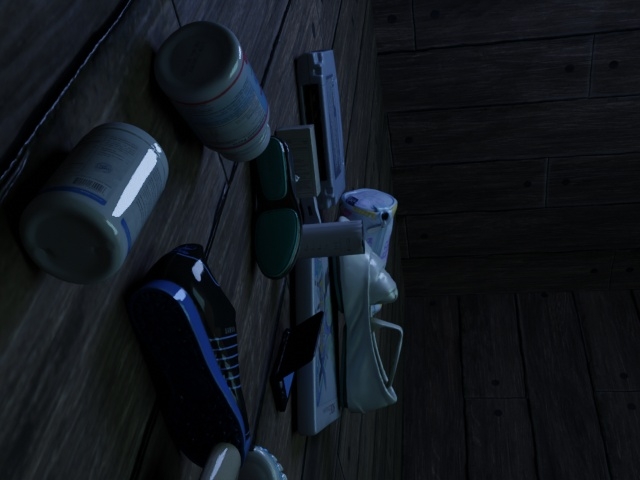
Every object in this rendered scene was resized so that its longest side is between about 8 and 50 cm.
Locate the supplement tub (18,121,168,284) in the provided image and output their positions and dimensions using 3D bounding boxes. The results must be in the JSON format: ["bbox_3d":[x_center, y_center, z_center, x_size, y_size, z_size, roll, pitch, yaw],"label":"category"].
[{"bbox_3d":[-0.152,-0.027,0.495,0.107,0.071,0.071,-78,162,-54],"label":"supplement tub"}]

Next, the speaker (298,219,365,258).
[{"bbox_3d":[0.000,0.000,1.125,0.055,0.136,0.055,-5,90,-83],"label":"speaker"}]

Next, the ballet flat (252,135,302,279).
[{"bbox_3d":[-0.058,-0.045,1.012,0.074,0.074,0.203,28,58,-78],"label":"ballet flat"}]

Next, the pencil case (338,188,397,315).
[{"bbox_3d":[0.092,0.027,1.524,0.113,0.124,0.273,-17,126,-38],"label":"pencil case"}]

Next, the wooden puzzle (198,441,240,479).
[{"bbox_3d":[-0.104,0.332,0.612,0.221,0.044,0.239,-72,170,-62],"label":"wooden puzzle"}]

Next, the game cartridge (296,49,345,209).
[{"bbox_3d":[0.006,-0.228,1.443,0.198,0.062,0.297,-72,157,-73],"label":"game cartridge"}]

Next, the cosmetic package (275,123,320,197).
[{"bbox_3d":[-0.035,-0.129,1.176,0.041,0.060,0.115,-65,152,-70],"label":"cosmetic package"}]

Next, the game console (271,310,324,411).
[{"bbox_3d":[-0.029,0.184,1.098,0.122,0.071,0.107,-74,158,-59],"label":"game console"}]

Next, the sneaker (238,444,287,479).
[{"bbox_3d":[-0.079,0.330,0.813,0.083,0.071,0.191,-13,100,-73],"label":"sneaker"}]

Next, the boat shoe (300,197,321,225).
[{"bbox_3d":[-0.016,-0.046,1.329,0.035,0.035,0.100,-42,122,-73],"label":"boat shoe"}]

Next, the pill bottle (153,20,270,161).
[{"bbox_3d":[-0.103,-0.145,0.744,0.160,0.087,0.087,62,28,-68],"label":"pill bottle"}]

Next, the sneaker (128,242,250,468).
[{"bbox_3d":[-0.106,0.113,0.676,0.090,0.081,0.232,-64,149,-54],"label":"sneaker"}]

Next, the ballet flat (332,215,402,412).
[{"bbox_3d":[0.096,0.147,1.421,0.139,0.139,0.400,-45,132,-76],"label":"ballet flat"}]

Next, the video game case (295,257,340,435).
[{"bbox_3d":[-0.001,0.174,1.327,0.300,0.036,0.329,41,47,-78],"label":"video game case"}]
